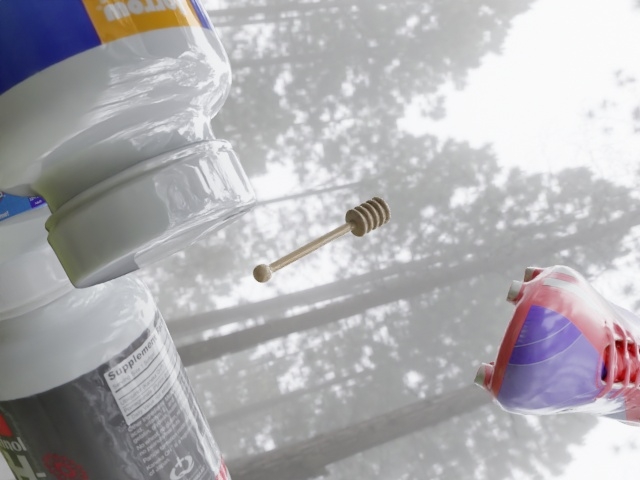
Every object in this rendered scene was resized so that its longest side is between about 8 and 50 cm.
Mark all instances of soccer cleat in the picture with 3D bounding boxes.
[{"bbox_3d":[0.162,0.069,0.537,0.095,0.248,0.083,22,-89,26],"label":"soccer cleat"}]

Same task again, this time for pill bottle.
[{"bbox_3d":[-0.211,0.135,0.842,0.176,0.176,0.318,16,-49,55],"label":"pill bottle"},{"bbox_3d":[-0.142,-0.118,0.519,0.152,0.152,0.272,-31,-95,57],"label":"pill bottle"}]

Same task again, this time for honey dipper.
[{"bbox_3d":[0.000,0.000,0.895,0.030,0.161,0.030,35,-42,38],"label":"honey dipper"}]

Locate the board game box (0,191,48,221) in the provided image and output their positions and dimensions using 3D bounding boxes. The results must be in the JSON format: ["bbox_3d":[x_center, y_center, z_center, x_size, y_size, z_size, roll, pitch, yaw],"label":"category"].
[{"bbox_3d":[-0.321,-0.020,0.991,0.210,0.160,0.047,35,33,-82],"label":"board game box"}]
